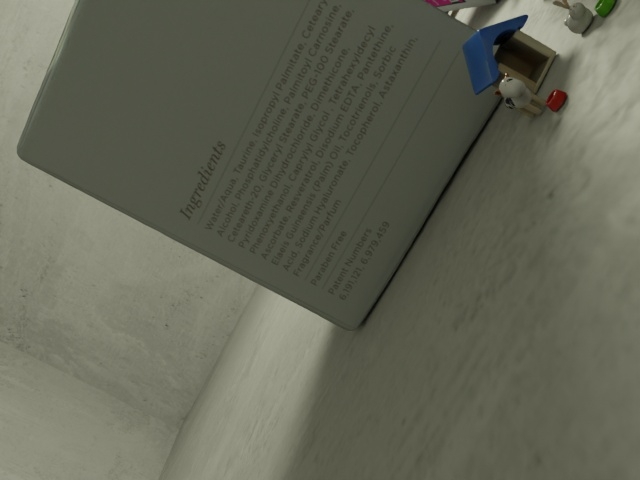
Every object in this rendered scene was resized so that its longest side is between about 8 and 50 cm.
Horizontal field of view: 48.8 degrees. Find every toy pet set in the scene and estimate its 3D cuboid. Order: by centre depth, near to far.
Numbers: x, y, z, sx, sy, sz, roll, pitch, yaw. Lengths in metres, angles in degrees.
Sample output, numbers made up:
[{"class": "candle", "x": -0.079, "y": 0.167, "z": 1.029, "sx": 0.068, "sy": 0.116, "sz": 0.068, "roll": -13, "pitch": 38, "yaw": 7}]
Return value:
[{"class": "toy pet set", "x": 0.158, "y": -0.157, "z": 0.539, "sx": 0.122, "sy": 0.065, "sz": 0.114, "roll": -62, "pitch": 5, "yaw": -4}]

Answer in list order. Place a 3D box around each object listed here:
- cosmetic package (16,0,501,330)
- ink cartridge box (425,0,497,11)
[{"class": "cosmetic package", "x": -0.050, "y": -0.170, "z": 0.812, "sx": 0.328, "sy": 0.393, "sz": 0.329, "roll": -60, "pitch": 7, "yaw": 17}, {"class": "ink cartridge box", "x": 0.205, "y": -0.421, "z": 1.017, "sx": 0.176, "sy": 0.069, "sz": 0.371, "roll": -62, "pitch": 28, "yaw": -4}]
